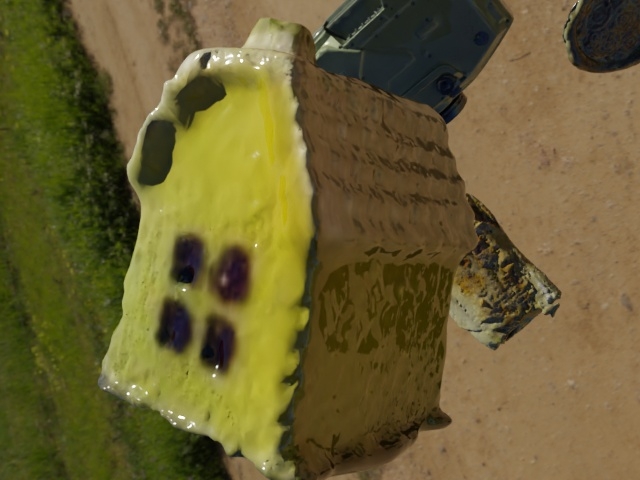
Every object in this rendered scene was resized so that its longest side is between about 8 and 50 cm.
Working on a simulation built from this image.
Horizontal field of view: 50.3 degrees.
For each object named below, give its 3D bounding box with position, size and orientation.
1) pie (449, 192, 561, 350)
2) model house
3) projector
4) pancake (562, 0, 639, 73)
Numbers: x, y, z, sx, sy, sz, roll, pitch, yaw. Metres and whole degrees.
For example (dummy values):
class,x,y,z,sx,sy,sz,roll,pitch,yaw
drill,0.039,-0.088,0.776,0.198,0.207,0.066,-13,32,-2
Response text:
class,x,y,z,sx,sy,sz,roll,pitch,yaw
pie,0.172,0.011,0.868,0.128,0.068,0.282,-44,75,7
model house,0.000,0.000,0.419,0.175,0.193,0.234,22,102,36
projector,0.100,-0.226,0.852,0.269,0.088,0.193,-37,110,28
pancake,0.293,-0.214,0.669,0.011,0.115,0.115,-92,20,-51
